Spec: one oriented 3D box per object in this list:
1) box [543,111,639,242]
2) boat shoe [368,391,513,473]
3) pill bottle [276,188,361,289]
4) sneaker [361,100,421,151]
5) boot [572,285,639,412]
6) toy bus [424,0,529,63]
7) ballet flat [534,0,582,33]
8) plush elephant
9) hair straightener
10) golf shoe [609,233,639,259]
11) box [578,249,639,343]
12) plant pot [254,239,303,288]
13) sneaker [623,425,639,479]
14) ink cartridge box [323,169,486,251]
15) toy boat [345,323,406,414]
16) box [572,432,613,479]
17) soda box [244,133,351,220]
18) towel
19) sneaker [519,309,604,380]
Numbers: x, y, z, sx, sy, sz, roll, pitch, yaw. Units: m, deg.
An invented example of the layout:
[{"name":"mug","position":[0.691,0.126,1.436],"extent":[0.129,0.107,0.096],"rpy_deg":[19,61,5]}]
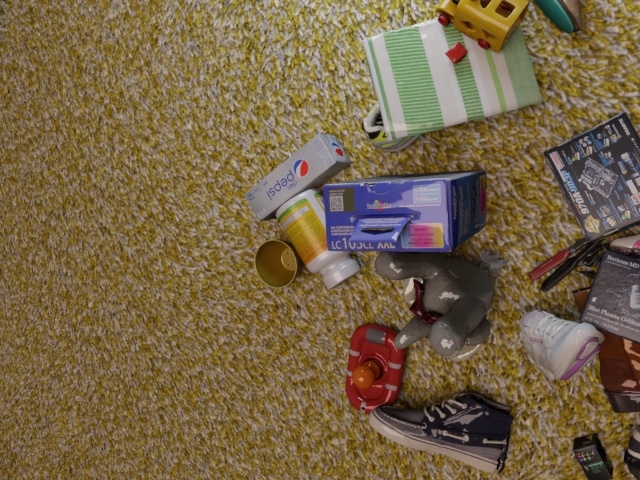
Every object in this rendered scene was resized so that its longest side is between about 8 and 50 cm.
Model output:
[{"name":"box","position":[0.593,-0.127,1.157],"extent":[0.175,0.051,0.220],"rpy_deg":[-28,73,26]},{"name":"boat shoe","position":[0.299,0.428,1.362],"extent":[0.341,0.127,0.158],"rpy_deg":[16,100,4]},{"name":"pill bottle","position":[0.000,0.000,1.459],"extent":[0.136,0.136,0.245],"rpy_deg":[-36,81,27]},{"name":"sneaker","position":[0.251,-0.349,1.272],"extent":[0.145,0.147,0.384],"rpy_deg":[48,113,15]},{"name":"boot","position":[0.705,0.202,1.173],"extent":[0.264,0.096,0.280],"rpy_deg":[-19,81,35]},{"name":"toy bus","position":[0.313,-0.474,1.121],"extent":[0.202,0.104,0.190],"rpy_deg":[-11,83,8]},{"name":"ballet flat","position":[0.458,-0.572,1.162],"extent":[0.106,0.107,0.316],"rpy_deg":[-41,78,11]},{"name":"plush elephant","position":[0.269,0.160,1.294],"extent":[0.272,0.330,0.255],"rpy_deg":[49,139,27]},{"name":"hair straightener","position":[0.578,0.039,1.229],"extent":[0.089,0.047,0.230],"rpy_deg":[44,110,-8]},{"name":"golf shoe","position":[0.692,-0.007,1.144],"extent":[0.186,0.067,0.085],"rpy_deg":[-6,76,18]},{"name":"box","position":[0.625,0.120,1.124],"extent":[0.156,0.093,0.158],"rpy_deg":[20,90,26]},{"name":"plant pot","position":[-0.101,0.058,1.543],"extent":[0.134,0.095,0.134],"rpy_deg":[4,99,28]},{"name":"sneaker","position":[0.760,0.492,1.179],"extent":[0.217,0.079,0.121],"rpy_deg":[22,110,32]},{"name":"ink cartridge box","position":[0.183,-0.067,1.208],"extent":[0.270,0.395,0.151],"rpy_deg":[0,97,28]},{"name":"toy boat","position":[0.127,0.338,1.435],"extent":[0.151,0.151,0.231],"rpy_deg":[11,102,26]},{"name":"box","position":[0.612,0.489,1.256],"extent":[0.052,0.062,0.083],"rpy_deg":[-30,83,29]},{"name":"soda box","position":[-0.063,-0.164,1.490],"extent":[0.286,0.098,0.091],"rpy_deg":[-35,80,27]},{"name":"towel","position":[0.272,-0.363,1.191],"extent":[0.325,0.038,0.247],"rpy_deg":[-14,82,8]},{"name":"sneaker","position":[0.480,0.211,1.166],"extent":[0.114,0.305,0.152],"rpy_deg":[-37,70,-6]}]
